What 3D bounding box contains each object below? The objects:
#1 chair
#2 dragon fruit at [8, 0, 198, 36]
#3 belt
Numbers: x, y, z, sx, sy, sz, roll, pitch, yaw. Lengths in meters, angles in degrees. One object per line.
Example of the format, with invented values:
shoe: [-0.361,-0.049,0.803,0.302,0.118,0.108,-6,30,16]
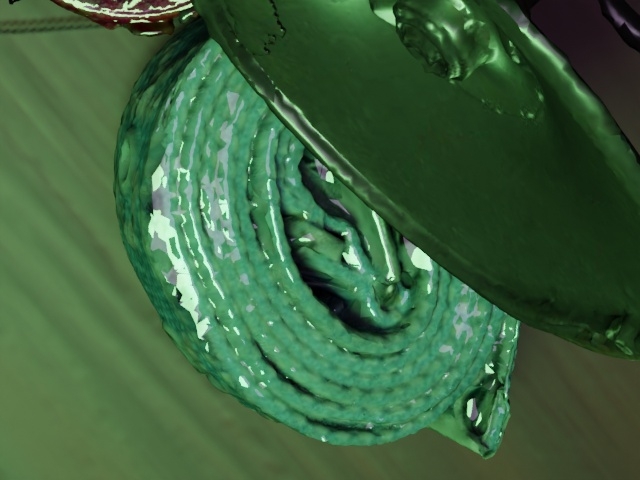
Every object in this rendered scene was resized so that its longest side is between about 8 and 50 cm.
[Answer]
chair: [0.149,-0.182,0.576,0.226,0.226,0.401,46,78,-12]
dragon fruit: [-0.068,-0.132,0.671,0.126,0.068,0.112,-33,106,11]
belt: [-0.002,-0.009,0.691,0.147,0.082,0.163,5,94,-17]
